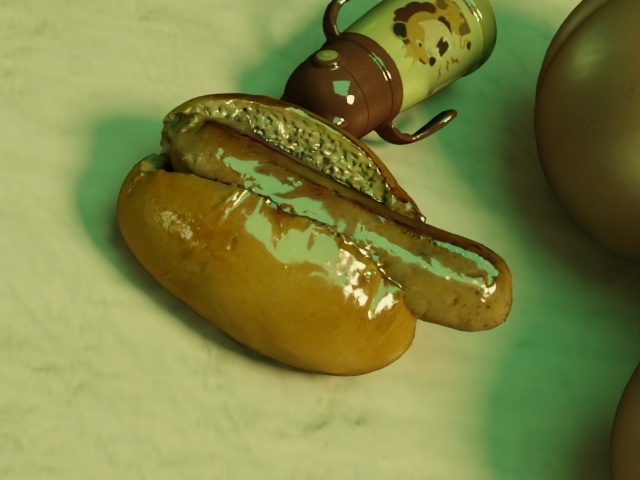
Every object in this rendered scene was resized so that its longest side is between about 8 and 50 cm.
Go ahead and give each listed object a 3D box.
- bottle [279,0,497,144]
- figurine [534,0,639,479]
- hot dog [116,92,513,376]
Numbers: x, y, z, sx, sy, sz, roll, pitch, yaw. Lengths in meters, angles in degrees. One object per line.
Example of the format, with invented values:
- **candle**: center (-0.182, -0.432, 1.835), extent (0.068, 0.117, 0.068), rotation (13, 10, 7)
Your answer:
- **bottle**: center (0.026, -0.068, 0.734), extent (0.063, 0.047, 0.101), rotation (43, 49, 12)
- **figurine**: center (0.295, 0.011, 0.742), extent (0.388, 0.248, 0.277), rotation (14, 51, -35)
- **hot dog**: center (-0.001, 0.001, 0.664), extent (0.140, 0.060, 0.090), rotation (39, 53, -8)
